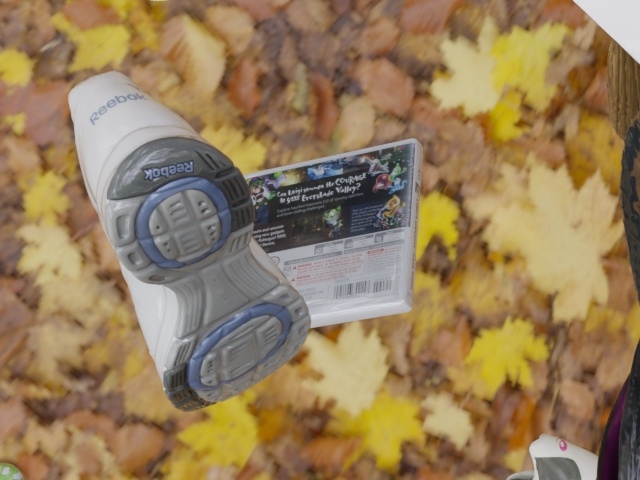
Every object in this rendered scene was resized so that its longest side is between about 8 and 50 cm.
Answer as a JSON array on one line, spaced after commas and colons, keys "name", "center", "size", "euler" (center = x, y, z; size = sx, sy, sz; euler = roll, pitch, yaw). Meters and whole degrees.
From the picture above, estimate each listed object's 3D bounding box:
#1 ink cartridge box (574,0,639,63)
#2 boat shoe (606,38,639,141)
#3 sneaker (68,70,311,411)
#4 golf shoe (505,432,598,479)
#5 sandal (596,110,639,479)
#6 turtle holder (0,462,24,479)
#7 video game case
[{"name": "ink cartridge box", "center": [0.247, -0.209, 0.779], "size": [0.115, 0.198, 0.273], "euler": [41, 125, -10]}, {"name": "boat shoe", "center": [0.329, -0.137, 1.454], "size": [0.098, 0.302, 0.109], "euler": [-3, 93, -11]}, {"name": "sneaker", "center": [-0.087, 0.003, 1.109], "size": [0.111, 0.129, 0.297], "euler": [-25, 142, -12]}, {"name": "golf shoe", "center": [0.211, 0.291, 1.673], "size": [0.120, 0.105, 0.273], "euler": [40, 131, 9]}, {"name": "sandal", "center": [0.229, 0.115, 1.119], "size": [0.107, 0.445, 0.167], "euler": [-3, 146, -4]}, {"name": "turtle holder", "center": [-0.332, 0.265, 1.233], "size": [0.243, 0.227, 0.320], "euler": [-40, 63, 41]}, {"name": "video game case", "center": [0.000, 0.000, 1.531], "size": [0.190, 0.173, 0.022], "euler": [-11, 146, 26]}]
